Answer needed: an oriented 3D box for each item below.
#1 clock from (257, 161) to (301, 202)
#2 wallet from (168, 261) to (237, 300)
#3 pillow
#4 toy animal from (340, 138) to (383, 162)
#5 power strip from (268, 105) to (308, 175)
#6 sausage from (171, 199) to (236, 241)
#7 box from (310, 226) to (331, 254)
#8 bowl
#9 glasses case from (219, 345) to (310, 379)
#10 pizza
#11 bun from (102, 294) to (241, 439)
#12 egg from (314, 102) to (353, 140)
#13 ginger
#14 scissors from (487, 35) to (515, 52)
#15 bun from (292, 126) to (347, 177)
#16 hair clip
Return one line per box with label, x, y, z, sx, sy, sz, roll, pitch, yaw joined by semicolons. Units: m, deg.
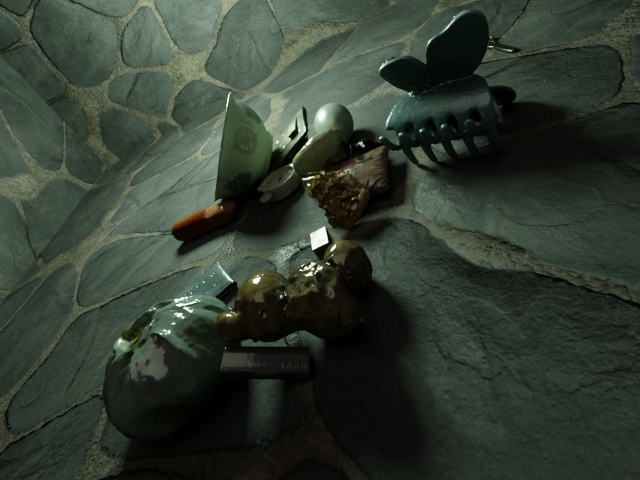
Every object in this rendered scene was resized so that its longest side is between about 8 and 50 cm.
clock;-0.149;-0.211;1.523;0.156;0.063;0.229;-1;44;42
wallet;-0.374;0.171;1.265;0.222;0.036;0.167;-41;35;-11
pillow;0.111;-0.198;1.273;0.236;0.084;0.223;-17;37;21
toy animal;0.145;-0.308;1.356;0.203;0.070;0.105;-16;11;-37
power strip;-0.121;-0.403;1.687;0.251;0.092;0.256;-50;26;29
sausage;-0.451;-0.076;1.586;0.300;0.083;0.089;-19;31;15
box;0.000;0.000;1.178;0.053;0.024;0.083;-26;37;12
bowl;-0.304;-0.355;1.642;0.196;0.434;0.434;9;34;-14
glasses case;-0.116;0.263;0.876;0.191;0.042;0.072;0;47;0
pizza;0.042;-0.140;1.176;0.147;0.069;0.226;-42;71;15
bun;-0.368;0.282;0.975;0.362;0.211;0.361;-23;36;18
egg;0.053;-0.440;1.552;0.151;0.151;0.209;-26;38;11
ginger;-0.054;0.133;0.918;0.376;0.176;0.256;-18;31;3
scissors;0.661;-0.729;1.526;0.088;0.017;0.220;-28;35;3
bun;0.011;-0.290;1.414;0.222;0.127;0.222;-38;1;1
hair clip;0.341;-0.366;1.132;0.319;0.392;0.238;-3;72;36
